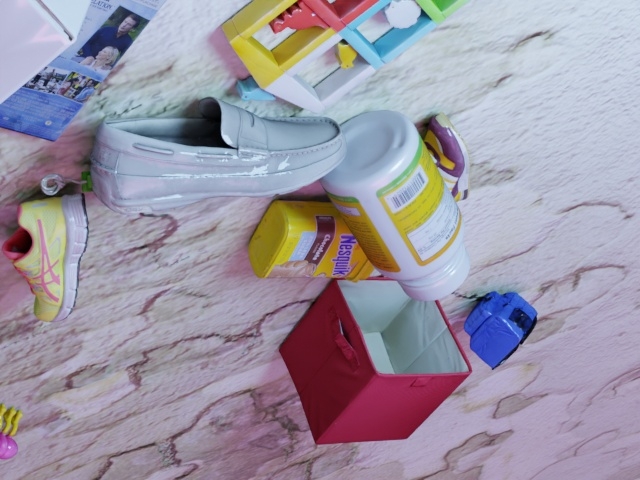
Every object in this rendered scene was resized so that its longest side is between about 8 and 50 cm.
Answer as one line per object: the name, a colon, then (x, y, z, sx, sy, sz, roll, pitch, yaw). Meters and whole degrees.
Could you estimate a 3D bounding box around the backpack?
backpack: (0.303, 0.135, 2.052, 0.098, 0.101, 0.120, -45, 175, 35)

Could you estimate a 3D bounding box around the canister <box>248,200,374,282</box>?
canister: (0.000, 0.000, 1.683, 0.169, 0.073, 0.126, 0, 139, -31)

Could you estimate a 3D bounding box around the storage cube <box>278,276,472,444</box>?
storage cube: (0.082, 0.186, 1.897, 0.215, 0.184, 0.193, 3, 139, -37)

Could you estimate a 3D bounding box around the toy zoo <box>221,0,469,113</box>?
toy zoo: (0.023, -0.247, 1.383, 0.293, 0.030, 0.192, -35, 146, 15)

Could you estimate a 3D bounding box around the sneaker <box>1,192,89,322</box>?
sneaker: (-0.340, 0.020, 1.495, 0.094, 0.081, 0.209, -1, 134, -21)

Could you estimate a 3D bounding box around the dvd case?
dvd case: (-0.281, -0.208, 1.248, 0.180, 0.022, 0.253, 14, 131, -43)

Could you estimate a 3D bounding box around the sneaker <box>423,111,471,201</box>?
sneaker: (0.151, -0.094, 1.650, 0.083, 0.070, 0.185, -27, 147, -6)

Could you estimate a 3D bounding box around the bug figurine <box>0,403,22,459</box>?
bug figurine: (-0.550, 0.305, 1.757, 0.279, 0.072, 0.216, -38, 145, 20)

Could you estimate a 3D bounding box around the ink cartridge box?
ink cartridge box: (-0.290, -0.193, 1.017, 0.198, 0.273, 0.115, -35, 115, 17)

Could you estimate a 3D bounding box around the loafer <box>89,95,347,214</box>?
loafer: (-0.109, -0.110, 1.420, 0.319, 0.112, 0.112, -13, 125, -30)

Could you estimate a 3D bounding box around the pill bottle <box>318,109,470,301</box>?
pill bottle: (0.103, -0.036, 1.580, 0.136, 0.136, 0.246, -28, 130, 6)

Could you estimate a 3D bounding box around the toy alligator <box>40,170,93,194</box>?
toy alligator: (-0.242, -0.070, 1.448, 0.189, 0.056, 0.051, -4, -177, -29)
